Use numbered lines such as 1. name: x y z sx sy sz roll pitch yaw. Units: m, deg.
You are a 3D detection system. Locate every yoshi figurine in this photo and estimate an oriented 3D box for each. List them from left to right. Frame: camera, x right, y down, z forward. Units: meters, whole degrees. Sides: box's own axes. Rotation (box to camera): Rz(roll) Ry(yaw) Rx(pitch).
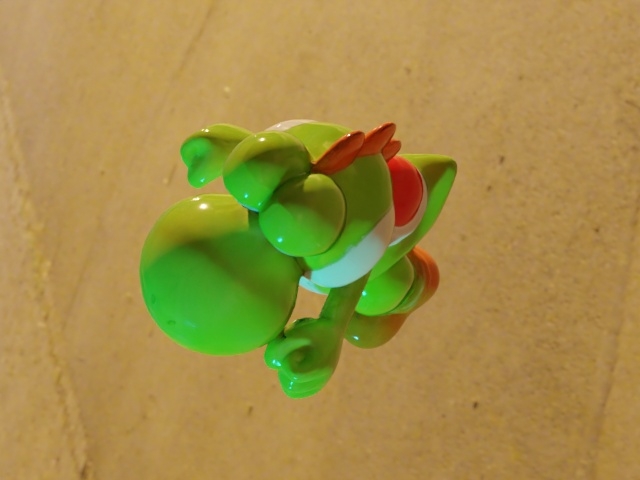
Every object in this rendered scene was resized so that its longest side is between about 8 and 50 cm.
1. yoshi figurine: -0.027 0.007 0.899 0.362 0.204 0.203 23 -99 -76
